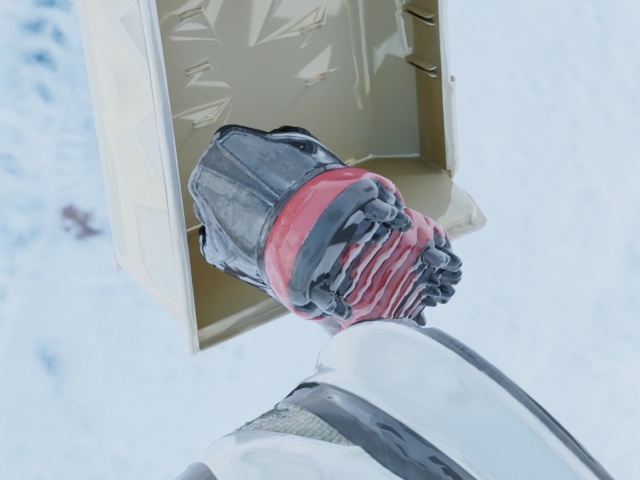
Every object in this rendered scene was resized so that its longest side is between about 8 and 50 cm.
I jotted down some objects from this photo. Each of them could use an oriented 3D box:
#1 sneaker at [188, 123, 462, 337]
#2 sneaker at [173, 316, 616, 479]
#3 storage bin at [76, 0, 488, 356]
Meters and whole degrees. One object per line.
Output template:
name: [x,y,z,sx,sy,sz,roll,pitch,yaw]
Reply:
sneaker: [0.000,0.000,1.080,0.135,0.276,0.098,33,88,21]
sneaker: [0.079,0.233,0.634,0.257,0.169,0.447,-35,55,-29]
storage bin: [-0.015,-0.105,1.181,0.123,0.260,0.262,36,140,47]
